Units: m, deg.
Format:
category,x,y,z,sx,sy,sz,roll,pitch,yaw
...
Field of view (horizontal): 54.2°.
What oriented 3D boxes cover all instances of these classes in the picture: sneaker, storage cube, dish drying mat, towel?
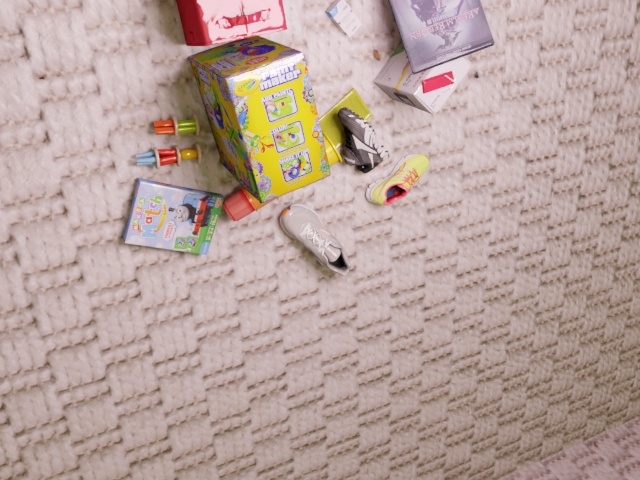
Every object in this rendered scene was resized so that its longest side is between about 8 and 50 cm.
category,x,y,z,sx,sy,sz,roll,pitch,yaw
sneaker,0.000,0.000,1.700,0.099,0.121,0.262,-49,125,0
sneaker,0.096,-0.249,1.632,0.106,0.078,0.234,-48,141,-1
storage cube,-0.200,-0.519,1.304,0.183,0.215,0.193,-18,113,-18
dish drying mat,0.277,-0.373,1.475,0.083,0.008,0.032,-22,119,-15
sneaker,0.233,-0.162,1.758,0.208,0.094,0.081,-40,123,-7
towel,0.028,-0.284,1.641,0.237,0.021,0.102,-43,125,-3

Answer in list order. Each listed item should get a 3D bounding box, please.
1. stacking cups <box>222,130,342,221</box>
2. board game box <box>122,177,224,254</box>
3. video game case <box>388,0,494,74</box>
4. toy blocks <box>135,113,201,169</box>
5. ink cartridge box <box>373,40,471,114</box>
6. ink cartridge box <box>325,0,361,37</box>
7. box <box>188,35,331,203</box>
category,x,y,z,sx,sy,sz,roll,pitch,yaw
stacking cups,-0.100,-0.154,1.576,0.316,0.096,0.096,-33,124,-3
board game box,-0.361,-0.056,1.540,0.211,0.039,0.160,10,109,-29
video game case,0.265,-0.549,1.453,0.195,0.026,0.275,-18,86,8
toy blocks,-0.356,-0.228,1.452,0.148,0.054,0.123,-11,118,-22
ink cartridge box,0.252,-0.420,1.573,0.093,0.212,0.154,32,97,-34
ink cartridge box,0.057,-0.543,1.527,0.048,0.028,0.083,-47,125,0
box,-0.139,-0.280,1.394,0.176,0.290,0.279,-24,122,-15
